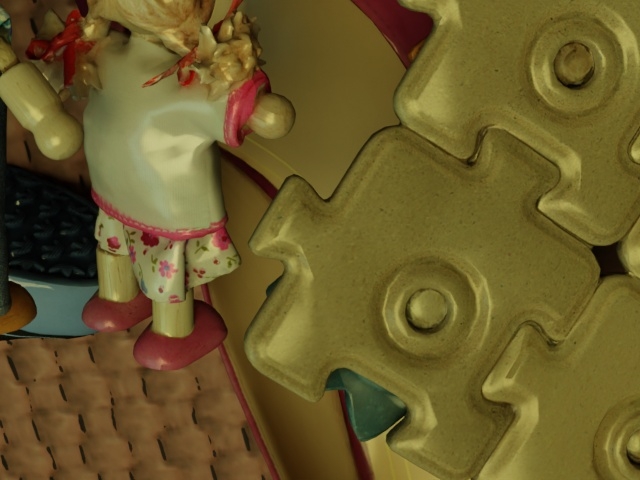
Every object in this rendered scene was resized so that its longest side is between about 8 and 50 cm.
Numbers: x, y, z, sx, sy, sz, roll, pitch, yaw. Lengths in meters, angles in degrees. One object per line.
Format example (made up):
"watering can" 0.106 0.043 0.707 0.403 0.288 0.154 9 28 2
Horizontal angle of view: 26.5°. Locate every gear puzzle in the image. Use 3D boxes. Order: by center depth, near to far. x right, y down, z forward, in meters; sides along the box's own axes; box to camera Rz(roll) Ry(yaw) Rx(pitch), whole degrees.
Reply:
"gear puzzle" 0.121 -0.073 0.401 0.175 0.044 0.339 32 92 -12

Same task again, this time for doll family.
"doll family" -0.132 -0.061 0.426 0.263 0.118 0.163 28 129 39

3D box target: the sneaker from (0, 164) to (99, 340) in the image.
"sneaker" -0.184 0.014 0.559 0.232 0.081 0.090 14 120 14

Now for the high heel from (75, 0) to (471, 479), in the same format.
"high heel" 0.000 0.000 0.446 0.127 0.181 0.377 -28 106 24
